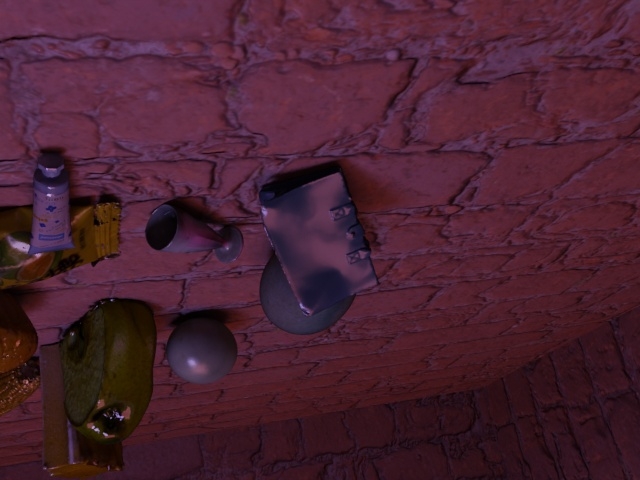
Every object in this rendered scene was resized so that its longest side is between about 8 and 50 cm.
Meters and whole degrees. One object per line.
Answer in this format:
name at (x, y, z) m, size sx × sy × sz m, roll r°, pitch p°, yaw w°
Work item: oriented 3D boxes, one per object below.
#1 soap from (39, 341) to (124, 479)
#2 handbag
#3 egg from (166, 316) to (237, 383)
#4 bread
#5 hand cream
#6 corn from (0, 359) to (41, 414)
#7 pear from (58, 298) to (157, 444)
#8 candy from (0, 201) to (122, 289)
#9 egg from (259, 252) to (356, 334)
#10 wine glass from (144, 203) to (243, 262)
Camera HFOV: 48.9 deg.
soap at (-0.551, 0.391, 1.614) m, size 0.142 × 0.281 × 0.259 m, roll -10°, pitch 157°, yaw 1°
handbag at (0.000, 0.000, 1.098) m, size 0.144 × 0.057 × 0.221 m, roll -21°, pitch 119°, yaw 0°
egg at (-0.265, 0.248, 1.587) m, size 0.149 × 0.150 × 0.192 m, roll -19°, pitch 163°, yaw 18°
bread at (-0.615, 0.166, 1.218) m, size 0.239 × 0.139 × 0.240 m, roll -10°, pitch 158°, yaw -4°
hand cream at (-0.354, -0.043, 0.925) m, size 0.064 × 0.043 × 0.171 m, roll -10°, pitch 143°, yaw -28°
corn at (-0.754, 0.359, 1.676) m, size 0.106 × 0.107 × 0.293 m, roll 10°, pitch 148°, yaw -43°
pear at (-0.416, 0.273, 1.439) m, size 0.163 × 0.256 × 0.238 m, roll 10°, pitch 145°, yaw -40°
candy at (-0.440, 0.015, 1.027) m, size 0.297 × 0.081 × 0.187 m, roll -16°, pitch 160°, yaw -24°
egg at (-0.023, 0.082, 1.278) m, size 0.169 × 0.169 × 0.236 m, roll -2°, pitch 151°, yaw -24°
wine glass at (-0.193, -0.008, 1.109) m, size 0.073 × 0.073 × 0.155 m, roll -26°, pitch 157°, yaw 31°
